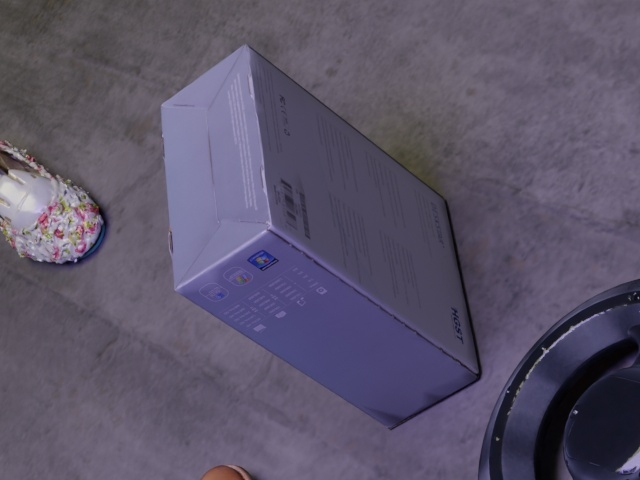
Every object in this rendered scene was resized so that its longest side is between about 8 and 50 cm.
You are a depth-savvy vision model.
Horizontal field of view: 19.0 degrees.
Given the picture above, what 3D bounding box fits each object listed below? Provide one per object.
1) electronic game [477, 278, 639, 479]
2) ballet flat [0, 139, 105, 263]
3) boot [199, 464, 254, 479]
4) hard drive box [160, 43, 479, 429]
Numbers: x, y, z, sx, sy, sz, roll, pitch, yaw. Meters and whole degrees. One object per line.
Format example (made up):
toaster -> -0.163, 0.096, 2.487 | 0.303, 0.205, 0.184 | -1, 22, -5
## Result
electronic game -> 0.197, 0.124, 1.210 | 0.229, 0.048, 0.229 | -27, 44, 29
ballet flat -> -0.292, -0.042, 1.824 | 0.241, 0.077, 0.091 | 27, 82, 51
boot -> -0.119, 0.229, 1.375 | 0.073, 0.152, 0.197 | -17, 51, 38
hard drive box -> 0.000, 0.000, 1.360 | 0.089, 0.232, 0.181 | -33, 42, 26
